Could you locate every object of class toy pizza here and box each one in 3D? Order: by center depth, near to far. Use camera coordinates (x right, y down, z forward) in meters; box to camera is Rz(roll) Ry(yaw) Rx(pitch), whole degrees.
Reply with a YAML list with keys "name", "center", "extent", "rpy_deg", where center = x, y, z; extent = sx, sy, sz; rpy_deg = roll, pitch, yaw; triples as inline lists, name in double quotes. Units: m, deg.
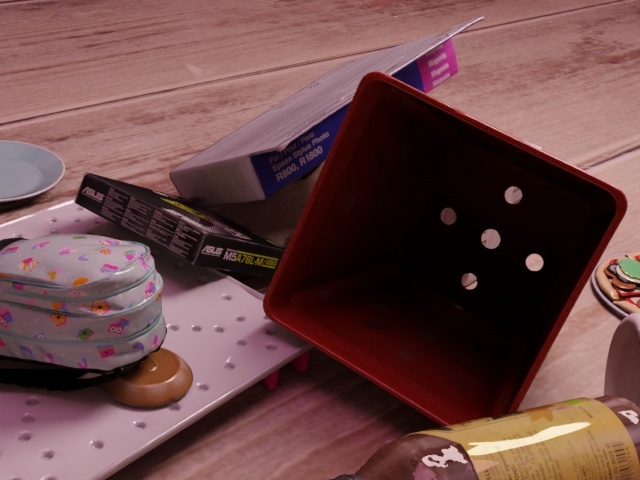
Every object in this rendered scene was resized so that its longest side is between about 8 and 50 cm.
- name: "toy pizza"
  center: [0.442, 0.060, 1.186]
  extent: [0.201, 0.032, 0.201]
  rpy_deg: [5, 29, -3]

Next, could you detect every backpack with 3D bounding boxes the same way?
- name: "backpack"
  center: [-0.228, 0.056, 0.847]
  extent: [0.182, 0.115, 0.152]
  rpy_deg: [7, 32, 19]

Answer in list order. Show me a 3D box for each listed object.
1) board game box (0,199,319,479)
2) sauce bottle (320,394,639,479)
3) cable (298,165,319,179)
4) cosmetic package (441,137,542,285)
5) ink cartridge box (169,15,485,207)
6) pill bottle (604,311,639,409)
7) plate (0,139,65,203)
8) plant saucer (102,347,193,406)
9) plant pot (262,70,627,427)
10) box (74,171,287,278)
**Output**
- name: "board game box"
  center: [-0.266, 0.101, 0.940]
  extent: [0.390, 0.050, 0.390]
  rpy_deg: [26, 34, 31]
- name: "sauce bottle"
  center: [0.117, 0.203, 0.777]
  extent: [0.344, 0.111, 0.111]
  rpy_deg: [-5, 31, -24]
- name: "cable"
  center: [-0.084, -0.120, 1.379]
  extent: [0.151, 0.047, 0.184]
  rpy_deg: [17, 31, 17]
- name: "cosmetic package"
  center: [0.158, -0.063, 1.223]
  extent: [0.184, 0.151, 0.151]
  rpy_deg: [24, 34, 30]
- name: "ink cartridge box"
  center: [0.007, -0.150, 1.184]
  extent: [0.324, 0.071, 0.330]
  rpy_deg: [-35, 17, -24]
- name: "pill bottle"
  center: [0.406, 0.146, 0.921]
  extent: [0.229, 0.131, 0.131]
  rpy_deg: [7, 29, 0]
- name: "plate"
  center: [-0.436, -0.086, 1.265]
  extent: [0.188, 0.024, 0.188]
  rpy_deg: [6, 28, -3]
- name: "plant saucer"
  center: [-0.157, 0.119, 0.864]
  extent: [0.083, 0.015, 0.083]
  rpy_deg: [6, 29, -3]
- name: "plant pot"
  center: [0.147, 0.006, 0.974]
  extent: [0.267, 0.267, 0.236]
  rpy_deg: [30, 17, 19]
- name: "box"
  center: [-0.154, -0.015, 1.101]
  extent: [0.191, 0.045, 0.184]
  rpy_deg: [25, 3, 30]
